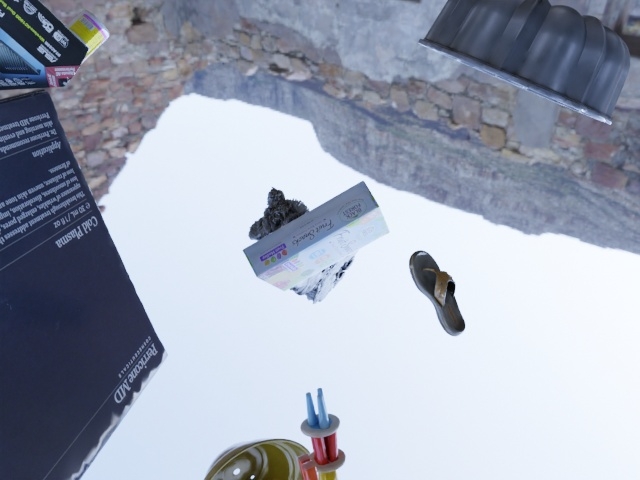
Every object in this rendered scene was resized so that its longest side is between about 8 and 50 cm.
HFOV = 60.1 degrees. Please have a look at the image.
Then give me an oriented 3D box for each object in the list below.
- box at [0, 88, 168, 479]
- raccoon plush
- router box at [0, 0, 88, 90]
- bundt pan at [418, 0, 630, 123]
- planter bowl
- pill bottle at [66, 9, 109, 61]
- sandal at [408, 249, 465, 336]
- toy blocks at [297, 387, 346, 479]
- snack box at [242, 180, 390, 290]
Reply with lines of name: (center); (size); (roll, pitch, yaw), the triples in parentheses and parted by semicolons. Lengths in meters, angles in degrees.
box: (-0.324, 0.077, 0.449); (0.179, 0.312, 0.343); (-13, -160, 16)
raccoon plush: (-0.077, -0.025, 1.344); (0.299, 0.446, 0.216); (37, -95, 14)
router box: (-0.245, -0.152, 0.397); (0.122, 0.092, 0.038); (6, -115, 31)
bundt pan: (0.329, -0.307, 0.874); (0.331, 0.124, 0.331); (20, -158, -8)
planter bowl: (-0.120, 0.395, 0.892); (0.217, 0.217, 0.090); (-19, -156, -28)
pill bottle: (-0.317, -0.254, 0.716); (0.043, 0.043, 0.083); (32, -104, 37)
sandal: (0.228, 0.094, 1.027); (0.072, 0.180, 0.049); (-30, -178, -41)
toy blocks: (-0.003, 0.271, 0.678); (0.054, 0.148, 0.123); (-6, -169, 14)
snack box: (0.000, 0.000, 0.590); (0.141, 0.100, 0.037); (-30, -107, 4)
